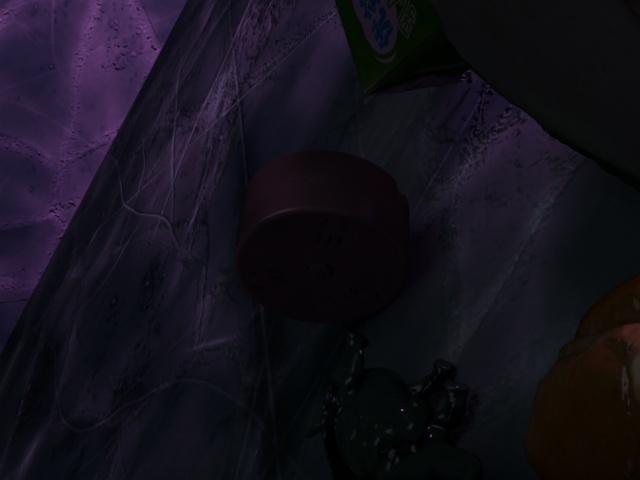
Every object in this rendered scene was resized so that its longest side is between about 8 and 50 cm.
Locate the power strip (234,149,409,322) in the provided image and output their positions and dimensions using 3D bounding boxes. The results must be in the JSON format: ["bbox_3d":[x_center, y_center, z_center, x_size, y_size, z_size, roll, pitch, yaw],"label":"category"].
[{"bbox_3d":[0.000,0.000,1.095,0.154,0.154,0.078,-43,31,39],"label":"power strip"}]

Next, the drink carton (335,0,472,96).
[{"bbox_3d":[0.113,-0.239,1.059,0.271,0.108,0.161,-34,71,63],"label":"drink carton"}]

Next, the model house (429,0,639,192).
[{"bbox_3d":[0.234,-0.208,0.762,0.280,0.245,0.312,-39,43,-5],"label":"model house"}]

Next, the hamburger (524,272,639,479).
[{"bbox_3d":[0.188,0.080,0.568,0.283,0.156,0.144,-21,45,56],"label":"hamburger"}]

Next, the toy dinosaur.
[{"bbox_3d":[0.063,0.127,0.905,0.292,0.079,0.120,-15,56,65],"label":"toy dinosaur"}]
